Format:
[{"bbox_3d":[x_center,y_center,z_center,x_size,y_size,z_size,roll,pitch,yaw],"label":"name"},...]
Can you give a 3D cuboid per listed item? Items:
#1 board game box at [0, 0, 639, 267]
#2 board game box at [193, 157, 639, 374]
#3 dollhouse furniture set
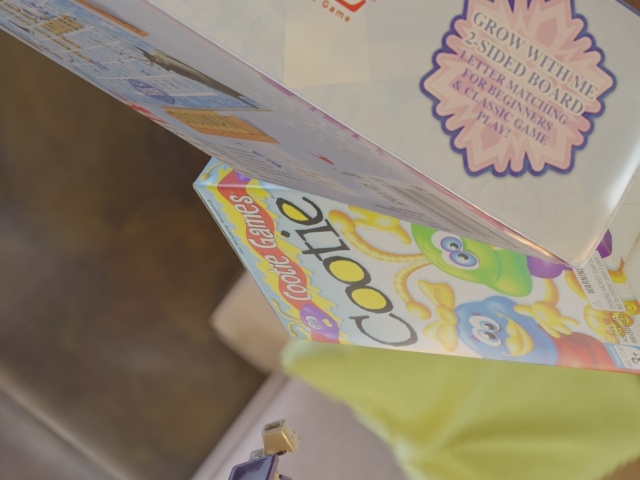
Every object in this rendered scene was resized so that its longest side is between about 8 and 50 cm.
[{"bbox_3d":[-0.096,-0.111,0.575,0.318,0.066,0.318,31,176,-18],"label":"board game box"},{"bbox_3d":[0.090,-0.028,1.181,0.275,0.144,0.142,3,138,38],"label":"board game box"},{"bbox_3d":[-0.062,0.195,1.418,0.114,0.091,0.081,-20,113,18],"label":"dollhouse furniture set"}]
